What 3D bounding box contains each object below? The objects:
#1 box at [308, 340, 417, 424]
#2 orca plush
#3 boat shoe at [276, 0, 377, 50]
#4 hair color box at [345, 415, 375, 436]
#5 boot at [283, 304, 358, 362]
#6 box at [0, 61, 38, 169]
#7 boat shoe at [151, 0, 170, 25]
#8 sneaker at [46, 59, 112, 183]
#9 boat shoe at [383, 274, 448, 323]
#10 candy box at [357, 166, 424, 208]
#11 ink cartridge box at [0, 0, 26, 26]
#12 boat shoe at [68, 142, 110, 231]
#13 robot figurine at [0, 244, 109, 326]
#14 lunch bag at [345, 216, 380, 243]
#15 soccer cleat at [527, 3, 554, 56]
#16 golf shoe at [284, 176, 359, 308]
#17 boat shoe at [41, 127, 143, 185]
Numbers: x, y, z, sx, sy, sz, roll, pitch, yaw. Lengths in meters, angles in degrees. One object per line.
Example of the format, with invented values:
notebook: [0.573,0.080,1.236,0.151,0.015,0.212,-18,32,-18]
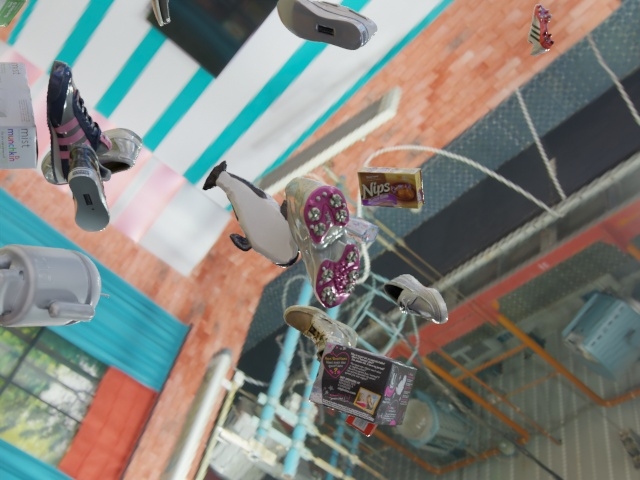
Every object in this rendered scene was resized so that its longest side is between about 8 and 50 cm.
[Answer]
box: [0.101,0.320,1.570,0.247,0.163,0.142,37,69,-65]
orca plush: [-0.147,-0.040,1.545,0.151,0.287,0.102,-52,163,-14]
boat shoe: [0.015,-0.516,1.649,0.084,0.258,0.095,-40,151,-38]
hair color box: [0.108,0.471,1.809,0.043,0.072,0.141,-58,167,-11]
boot: [-0.004,0.253,1.831,0.165,0.213,0.077,-73,-172,-71]
box: [-0.765,-0.285,1.558,0.262,0.231,0.127,62,-35,38]
boat shoe: [-0.411,-0.676,1.810,0.068,0.228,0.081,-14,-160,-18]
sneaker: [-0.527,-0.252,1.543,0.319,0.131,0.112,105,-14,-48]
boat shoe: [0.219,0.145,1.654,0.081,0.079,0.227,-15,-160,-17]
candy box: [0.204,-0.155,2.037,0.186,0.109,0.053,5,-153,29]
ink cartridge box: [-0.676,-0.479,1.275,0.093,0.154,0.212,-34,177,32]
boat shoe: [-0.428,-0.096,1.301,0.183,0.065,0.083,105,-21,-54]
robot figurine: [-0.703,0.117,1.769,0.200,0.300,0.353,-60,155,10]
lunch bag: [0.097,-0.025,1.777,0.083,0.071,0.053,-6,119,-57]
soccer cleat: [0.302,-0.293,0.971,0.035,0.029,0.083,-35,-135,50]
golf shoe: [0.000,0.000,1.438,0.115,0.306,0.140,-25,-141,-23]
boat shoe: [-0.611,-0.202,1.840,0.320,0.118,0.103,-12,-126,21]
